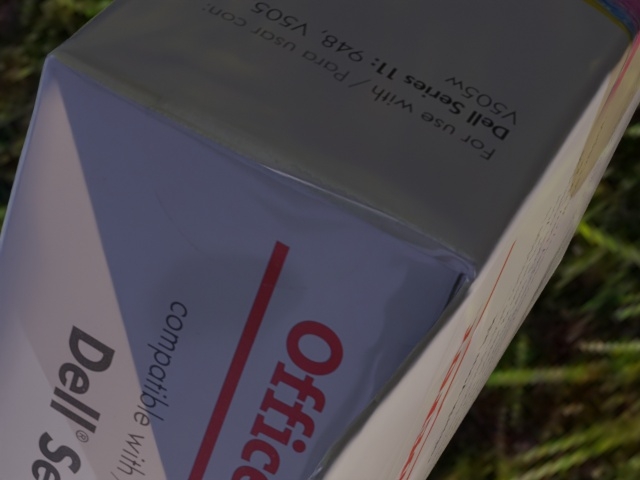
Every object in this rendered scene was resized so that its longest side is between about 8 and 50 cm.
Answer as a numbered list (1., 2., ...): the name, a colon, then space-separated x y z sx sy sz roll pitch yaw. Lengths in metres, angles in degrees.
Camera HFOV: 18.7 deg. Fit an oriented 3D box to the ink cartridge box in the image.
1. ink cartridge box: 0.000 0.000 0.575 0.119 0.353 0.207 28 130 9
